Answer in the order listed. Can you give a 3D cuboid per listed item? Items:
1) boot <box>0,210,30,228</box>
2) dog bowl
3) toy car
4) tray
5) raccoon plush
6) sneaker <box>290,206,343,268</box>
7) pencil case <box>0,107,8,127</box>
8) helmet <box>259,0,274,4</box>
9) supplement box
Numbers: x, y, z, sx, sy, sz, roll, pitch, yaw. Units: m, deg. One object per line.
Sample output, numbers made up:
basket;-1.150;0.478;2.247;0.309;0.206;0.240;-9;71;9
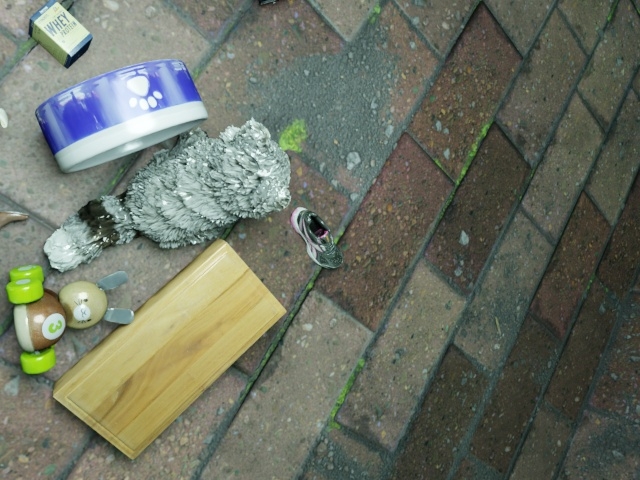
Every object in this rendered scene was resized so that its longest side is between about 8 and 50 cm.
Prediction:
boot;-0.563;0.005;0.888;0.106;0.037;0.114;-2;90;-18
dog bowl;-0.337;-0.213;0.883;0.265;0.265;0.104;-29;104;-27
toy car;-0.432;0.121;0.903;0.188;0.149;0.155;-9;108;-26
tray;-0.284;0.208;1.014;0.411;0.076;0.203;-43;113;-12
raccoon plush;-0.247;-0.049;0.926;0.446;0.299;0.216;-45;114;-21
sneaker;0.000;0.000;1.208;0.072;0.077;0.178;-49;116;-18
pencil case;-0.648;-0.308;0.719;0.183;0.160;0.410;-26;119;4
helmet;-0.096;-0.591;1.070;0.169;0.161;0.169;-2;93;-31
supplement box;-0.461;-0.364;0.905;0.083;0.083;0.056;44;70;-24
